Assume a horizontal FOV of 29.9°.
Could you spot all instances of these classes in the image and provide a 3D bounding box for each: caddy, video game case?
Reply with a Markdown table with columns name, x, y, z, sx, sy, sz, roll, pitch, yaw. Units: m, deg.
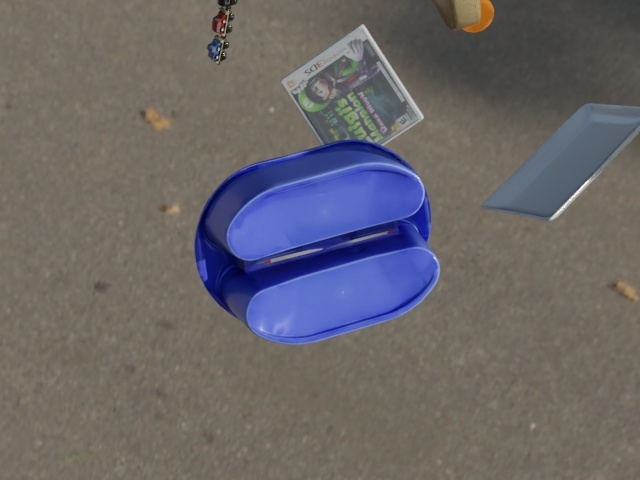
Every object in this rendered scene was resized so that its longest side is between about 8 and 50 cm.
| name | x | y | z | sx | sy | sz | roll | pitch | yaw |
| --- | --- | --- | --- | --- | --- | --- | --- | --- | --- |
| caddy | 0.000 | 0.000 | 1.640 | 0.341 | 0.241 | 0.179 | -15 | 17 | -10 |
| video game case | 0.053 | -0.240 | 2.033 | 0.190 | 0.173 | 0.022 | 56 | 14 | -4 |

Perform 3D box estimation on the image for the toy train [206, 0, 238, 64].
| name | x | y | z | sx | sy | sz | roll | pitch | yaw |
| --- | --- | --- | --- | --- | --- | --- | --- | --- | --- |
| toy train | -0.172 | -0.378 | 2.089 | 0.036 | 0.158 | 0.027 | -13 | 41 | -37 |

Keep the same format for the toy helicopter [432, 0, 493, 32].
| name | x | y | z | sx | sy | sz | roll | pitch | yaw |
| --- | --- | --- | --- | --- | --- | --- | --- | --- | --- |
| toy helicopter | 0.108 | -0.380 | 1.344 | 0.140 | 0.235 | 0.355 | -21 | 60 | 3 |

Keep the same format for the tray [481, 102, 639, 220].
| name | x | y | z | sx | sy | sz | roll | pitch | yaw |
| --- | --- | --- | --- | --- | --- | --- | --- | --- | --- |
| tray | 0.378 | -0.114 | 1.803 | 0.270 | 0.030 | 0.145 | -43 | 30 | -22 |
